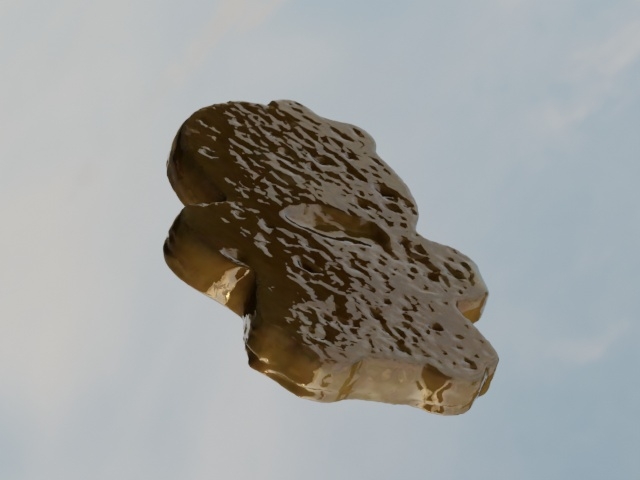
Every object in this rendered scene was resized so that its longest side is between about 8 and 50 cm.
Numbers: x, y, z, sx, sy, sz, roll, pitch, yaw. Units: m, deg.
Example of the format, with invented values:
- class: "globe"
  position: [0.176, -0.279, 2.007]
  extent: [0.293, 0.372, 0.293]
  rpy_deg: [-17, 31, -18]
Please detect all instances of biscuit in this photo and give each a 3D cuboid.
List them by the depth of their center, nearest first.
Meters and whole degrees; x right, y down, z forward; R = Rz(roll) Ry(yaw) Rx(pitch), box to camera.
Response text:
- class: "biscuit"
  position: [-0.004, 0.003, 0.669]
  extent: [0.184, 0.133, 0.027]
  rpy_deg: [52, -50, 40]
